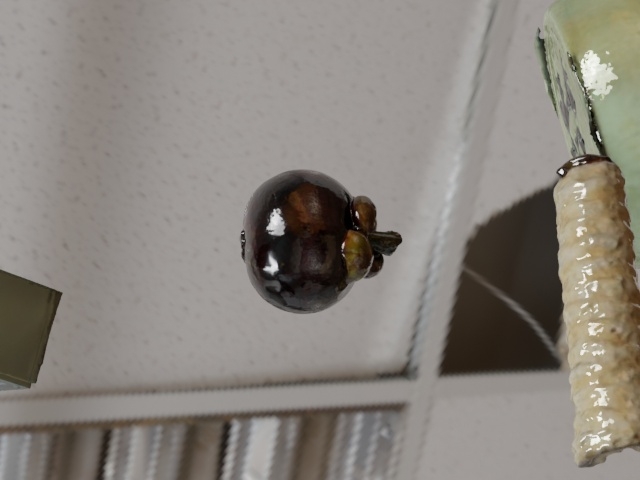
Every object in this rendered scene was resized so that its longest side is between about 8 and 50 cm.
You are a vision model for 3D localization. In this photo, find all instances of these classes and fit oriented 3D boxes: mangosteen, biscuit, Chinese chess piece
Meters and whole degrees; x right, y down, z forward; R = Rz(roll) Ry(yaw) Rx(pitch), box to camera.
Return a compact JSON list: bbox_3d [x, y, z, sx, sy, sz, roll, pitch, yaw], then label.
[{"bbox_3d":[0.000,0.000,1.314,0.140,0.140,0.140,-13,-65,-29],"label":"mangosteen"},{"bbox_3d":[0.188,0.045,1.038,0.055,0.061,0.219,27,-130,-41],"label":"biscuit"},{"bbox_3d":[0.364,-0.137,1.813,0.146,0.349,0.349,-16,-60,3],"label":"Chinese chess piece"}]

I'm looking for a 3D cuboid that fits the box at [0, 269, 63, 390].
[{"bbox_3d":[-0.335,0.048,1.202,0.225,0.129,0.086,22,-107,-26],"label":"box"}]
